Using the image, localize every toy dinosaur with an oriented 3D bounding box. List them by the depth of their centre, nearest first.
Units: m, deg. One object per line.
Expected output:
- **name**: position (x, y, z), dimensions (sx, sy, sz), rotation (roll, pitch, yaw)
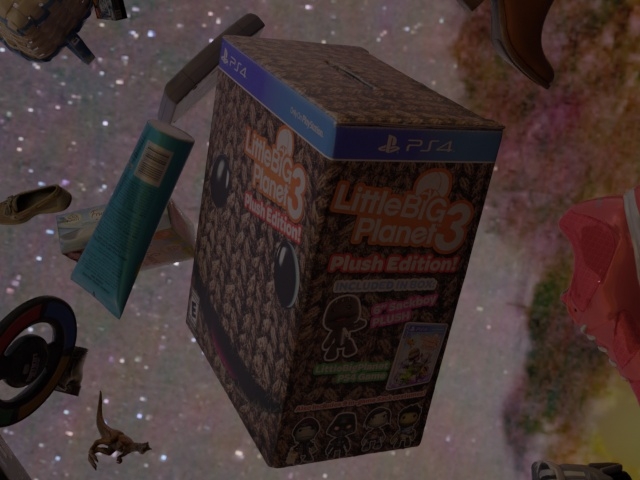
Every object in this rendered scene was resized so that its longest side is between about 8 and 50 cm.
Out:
- **toy dinosaur**: position (-0.414, 0.393, 1.705), dimensions (0.112, 0.211, 0.064), rotation (-35, -48, -34)

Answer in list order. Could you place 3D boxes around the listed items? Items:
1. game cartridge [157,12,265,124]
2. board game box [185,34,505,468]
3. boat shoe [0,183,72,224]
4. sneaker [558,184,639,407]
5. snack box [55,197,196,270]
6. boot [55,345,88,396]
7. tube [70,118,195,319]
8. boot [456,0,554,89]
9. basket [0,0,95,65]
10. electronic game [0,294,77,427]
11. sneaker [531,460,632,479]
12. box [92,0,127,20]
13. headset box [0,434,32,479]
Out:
- **game cartridge**: position (-0.253, -0.394, 1.972), dimensions (0.294, 0.060, 0.196), rotation (-47, 7, -20)
- **board game box**: position (0.000, 0.000, 0.735), dimensions (0.141, 0.232, 0.291), rotation (-2, -64, -27)
- **boat shoe**: position (-0.520, -0.067, 1.529), dimensions (0.048, 0.153, 0.056), rotation (58, -154, -57)
- **sneaker**: position (0.362, 0.090, 1.029), dimensions (0.116, 0.136, 0.313), rotation (-26, -73, -59)
- **snack box**: position (-0.302, -0.005, 1.385), dimensions (0.207, 0.175, 0.070), rotation (77, 180, -77)
- **boot**: position (-0.538, 0.254, 1.778), dimensions (0.219, 0.082, 0.106), rotation (92, -168, -74)
- **tube**: position (-0.198, -0.025, 0.906), dimensions (0.052, 0.080, 0.207), rotation (4, -62, -59)
- **boot**: position (0.374, -0.419, 1.473), dimensions (0.220, 0.283, 0.109), rotation (-41, 16, 9)
- **basket**: position (-0.565, -0.465, 1.690), dimensions (0.201, 0.255, 0.289), rotation (-50, 1, -8)
- **electronic game**: position (-0.477, 0.196, 1.395), dimensions (0.229, 0.048, 0.229), rotation (-53, -24, -35)
- **sneaker**: position (0.377, 0.360, 1.242), dimensions (0.228, 0.132, 0.086), rotation (60, -152, -73)
- **box**: position (-0.399, -0.476, 1.584), dimensions (0.027, 0.094, 0.137), rotation (-23, -63, -29)
- **headset box**: position (-0.527, 0.436, 1.200), dimensions (0.246, 0.283, 0.131), rotation (62, 168, -12)
